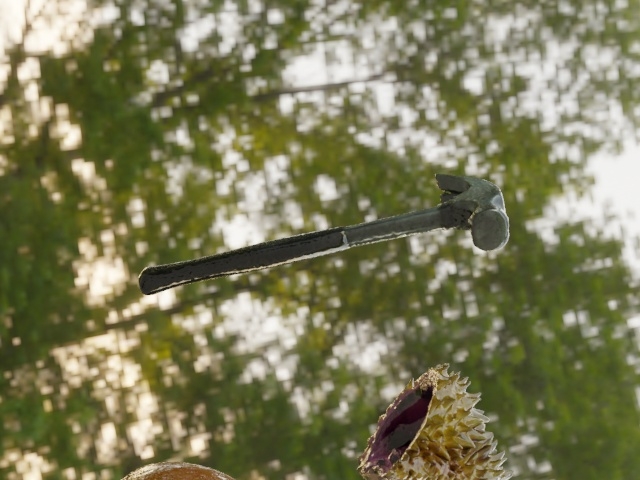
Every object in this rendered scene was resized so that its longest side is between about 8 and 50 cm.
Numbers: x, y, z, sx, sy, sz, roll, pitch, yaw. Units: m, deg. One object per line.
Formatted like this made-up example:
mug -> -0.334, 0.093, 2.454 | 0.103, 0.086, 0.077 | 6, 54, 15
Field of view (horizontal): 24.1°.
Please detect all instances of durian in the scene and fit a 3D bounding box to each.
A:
durian -> 0.138, 0.237, 1.657 | 0.186, 0.154, 0.260 | 41, -12, -14

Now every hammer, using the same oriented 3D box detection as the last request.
hammer -> 0.000, 0.000, 0.994 | 0.103, 0.246, 0.029 | -85, 163, -71

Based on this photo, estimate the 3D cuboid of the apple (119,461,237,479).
apple -> -0.127, 0.261, 1.148 | 0.162, 0.201, 0.201 | 41, -35, -4
